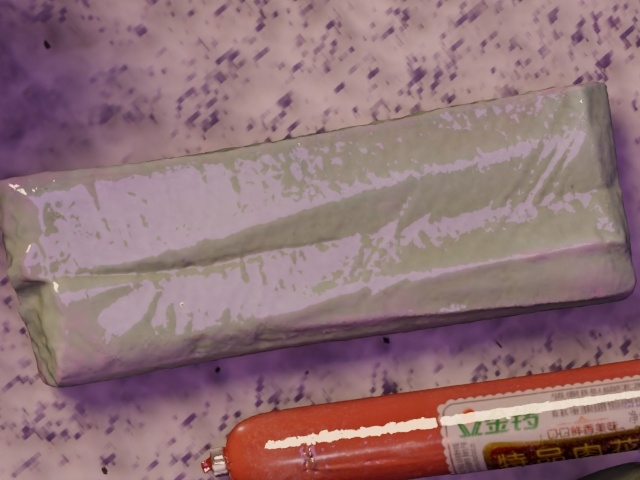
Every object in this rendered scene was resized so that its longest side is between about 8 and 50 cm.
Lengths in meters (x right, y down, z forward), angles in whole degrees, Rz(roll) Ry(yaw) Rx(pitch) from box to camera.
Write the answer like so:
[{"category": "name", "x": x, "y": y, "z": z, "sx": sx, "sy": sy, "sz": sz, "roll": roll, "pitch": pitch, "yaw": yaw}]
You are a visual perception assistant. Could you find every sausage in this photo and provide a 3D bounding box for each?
[{"category": "sausage", "x": 0.081, "y": 0.059, "z": 0.663, "sx": 0.253, "sy": 0.034, "sz": 0.034, "roll": -10, "pitch": 90, "yaw": 11}]

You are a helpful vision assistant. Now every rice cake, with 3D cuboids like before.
[{"category": "rice cake", "x": -0.001, "y": -0.001, "z": 0.680, "sx": 0.221, "sy": 0.042, "sz": 0.080, "roll": -10, "pitch": 95, "yaw": -9}]

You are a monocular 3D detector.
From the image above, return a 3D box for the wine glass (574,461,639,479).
[{"category": "wine glass", "x": 0.126, "y": 0.181, "z": 0.676, "sx": 0.079, "sy": 0.079, "sz": 0.195, "roll": -29, "pitch": 92, "yaw": -7}]
